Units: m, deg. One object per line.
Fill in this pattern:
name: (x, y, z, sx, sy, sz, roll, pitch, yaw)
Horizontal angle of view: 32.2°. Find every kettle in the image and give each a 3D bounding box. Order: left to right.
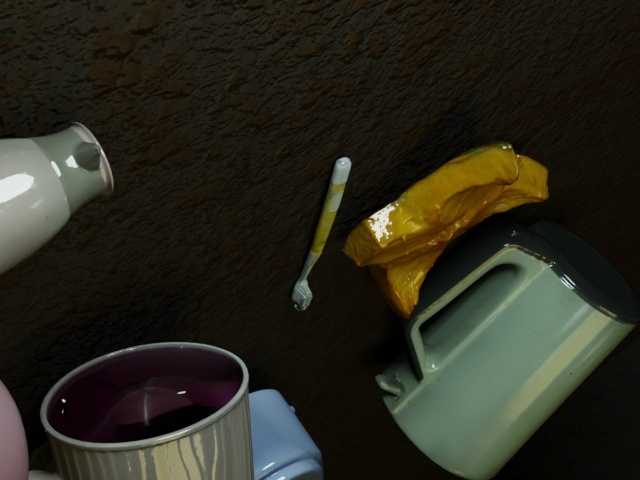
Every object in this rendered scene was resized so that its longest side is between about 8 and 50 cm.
kettle: (0.264, 0.150, 1.731, 0.361, 0.250, 0.377, 25, 118, -31)

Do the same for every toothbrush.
toothbrush: (0.000, 0.000, 1.310, 0.021, 0.024, 0.288, -21, 152, -26)

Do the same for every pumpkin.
pumpkin: (0.146, -0.019, 1.383, 0.290, 0.095, 0.258, -39, 160, 16)

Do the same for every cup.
cup: (-0.192, 0.282, 1.197, 0.288, 0.208, 0.273, -39, 131, -53)

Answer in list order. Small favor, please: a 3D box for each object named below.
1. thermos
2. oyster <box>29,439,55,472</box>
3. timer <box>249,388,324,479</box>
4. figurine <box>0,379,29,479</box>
thermos: (-0.258, -0.025, 0.859, 0.193, 0.105, 0.137, -31, -178, -27)
oyster: (-0.312, 0.311, 1.371, 0.161, 0.107, 0.233, 6, 152, -7)
timer: (-0.179, 0.383, 1.590, 0.395, 0.173, 0.395, -30, 157, -14)
figurine: (-0.339, 0.192, 0.851, 0.270, 0.211, 0.261, 116, -8, -66)
